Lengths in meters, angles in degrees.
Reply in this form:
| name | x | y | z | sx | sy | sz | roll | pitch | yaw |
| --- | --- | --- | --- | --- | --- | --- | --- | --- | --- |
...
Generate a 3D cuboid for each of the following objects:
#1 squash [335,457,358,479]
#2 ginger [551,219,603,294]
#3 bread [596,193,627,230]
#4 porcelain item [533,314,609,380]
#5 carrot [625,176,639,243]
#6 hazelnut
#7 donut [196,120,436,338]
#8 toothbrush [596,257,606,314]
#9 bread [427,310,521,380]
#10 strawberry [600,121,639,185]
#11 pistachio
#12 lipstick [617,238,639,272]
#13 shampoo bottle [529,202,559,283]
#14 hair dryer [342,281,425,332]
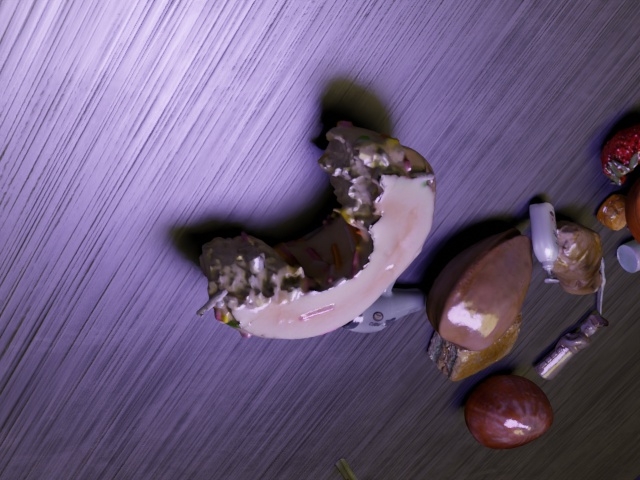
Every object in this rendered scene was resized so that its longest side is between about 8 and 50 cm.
| name | x | y | z | sx | sy | sz | roll | pitch | yaw |
| --- | --- | --- | --- | --- | --- | --- | --- | --- | --- |
| squash | 0.066 | 0.546 | 2.069 | 0.027 | 0.083 | 0.027 | -24 | 144 | -19 |
| ginger | 0.523 | 0.033 | 1.836 | 0.116 | 0.109 | 0.263 | -62 | 147 | -11 |
| bread | 0.616 | -0.060 | 1.860 | 0.083 | 0.046 | 0.081 | -11 | 133 | -29 |
| porcelain item | 0.632 | 0.263 | 2.246 | 0.084 | 0.054 | 0.213 | 12 | 125 | -50 |
| carrot | 0.695 | -0.063 | 1.745 | 0.193 | 0.214 | 0.331 | -55 | 167 | 11 |
| hazelnut | 0.454 | 0.415 | 2.152 | 0.214 | 0.214 | 0.176 | -21 | 101 | -20 |
| donut | 0.009 | -0.003 | 1.315 | 0.371 | 0.150 | 0.307 | -43 | 145 | 10 |
| toothbrush | 0.664 | 0.108 | 2.116 | 0.028 | 0.026 | 0.294 | -20 | 146 | 9 |
| bread | 0.334 | 0.205 | 1.883 | 0.196 | 0.102 | 0.138 | -19 | 144 | -26 |
| strawberry | 0.595 | -0.180 | 1.670 | 0.187 | 0.082 | 0.146 | -32 | 170 | -31 |
| pistachio | 0.304 | 0.083 | 1.661 | 0.260 | 0.163 | 0.213 | -57 | 158 | -9 |
| lipstick | 0.829 | -0.009 | 2.077 | 0.304 | 0.076 | 0.076 | -22 | 143 | -19 |
| shampoo bottle | 0.424 | 0.007 | 1.683 | 0.045 | 0.152 | 0.077 | -9 | 159 | 26 |
| hair dryer | 0.154 | 0.059 | 1.594 | 0.267 | 0.092 | 0.229 | -53 | 151 | 8 |
